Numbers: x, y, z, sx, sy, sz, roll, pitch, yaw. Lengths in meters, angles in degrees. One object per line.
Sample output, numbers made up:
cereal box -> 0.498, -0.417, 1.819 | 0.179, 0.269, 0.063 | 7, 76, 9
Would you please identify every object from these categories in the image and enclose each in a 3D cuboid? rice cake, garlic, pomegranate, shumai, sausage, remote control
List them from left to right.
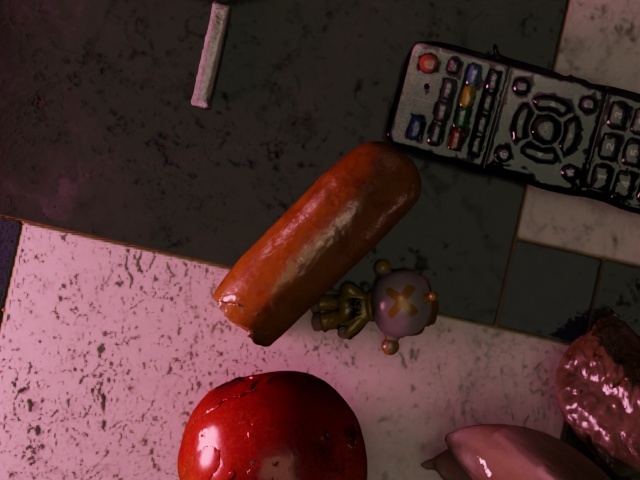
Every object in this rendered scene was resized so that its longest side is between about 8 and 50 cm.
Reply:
rice cake -> -0.124, -0.210, 1.525 | 0.022, 0.021, 0.121 | 12, 89, 5
pomegranate -> -0.053, 0.250, 1.451 | 0.210, 0.210, 0.235 | 26, 131, 0
sausage -> -0.001, -0.002, 1.489 | 0.270, 0.109, 0.109 | -45, 91, -2
garlic -> 0.259, 0.314, 1.422 | 0.132, 0.325, 0.279 | -33, 123, -19
remote control -> 0.278, -0.121, 1.505 | 0.398, 0.062, 0.145 | 16, 90, 1
shumai -> 0.341, 0.219, 1.466 | 0.218, 0.184, 0.185 | 34, 123, 31

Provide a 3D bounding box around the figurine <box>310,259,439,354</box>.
figurine -> 0.061, 0.070, 1.511 | 0.143, 0.068, 0.101 | 17, 84, 16
